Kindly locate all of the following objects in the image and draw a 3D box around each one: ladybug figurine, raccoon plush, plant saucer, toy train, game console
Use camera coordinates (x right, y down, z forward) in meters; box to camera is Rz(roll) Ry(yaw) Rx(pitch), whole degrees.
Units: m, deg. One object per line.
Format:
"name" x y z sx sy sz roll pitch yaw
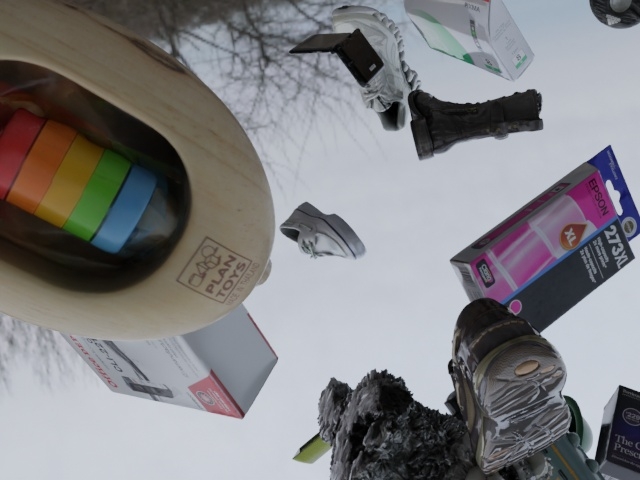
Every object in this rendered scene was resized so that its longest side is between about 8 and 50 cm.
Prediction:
"ladybug figurine" -0.247 -0.070 0.801 0.305 0.449 0.162 -54 -160 8
"raccoon plush" 0.182 0.328 1.314 0.299 0.216 0.446 20 -168 -10
"plant saucer" 0.020 0.514 2.069 0.188 0.045 0.188 -39 172 -2
"toy train" 0.359 0.377 1.364 0.190 0.334 0.142 -40 168 23
"game console" 0.027 -0.268 1.174 0.071 0.107 0.122 -32 -168 30

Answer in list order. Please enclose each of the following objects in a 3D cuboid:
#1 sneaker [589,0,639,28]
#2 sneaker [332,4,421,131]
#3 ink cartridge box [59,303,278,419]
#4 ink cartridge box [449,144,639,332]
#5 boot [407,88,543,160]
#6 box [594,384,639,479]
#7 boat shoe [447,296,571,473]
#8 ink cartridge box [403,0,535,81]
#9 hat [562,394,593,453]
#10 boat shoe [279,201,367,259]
"sneaker" 0.665 -0.646 1.524 0.169 0.447 0.257 29 -144 18
"sneaker" 0.106 -0.317 1.476 0.110 0.292 0.118 -2 -120 31
"ink cartridge box" -0.228 0.133 1.123 0.273 0.197 0.114 3 -134 36
"ink cartridge box" 0.394 0.009 1.292 0.371 0.175 0.069 -34 -163 -19
"boot" 0.276 -0.221 1.404 0.229 0.091 0.263 -13 -152 11
"box" 0.680 0.420 1.538 0.261 0.103 0.184 19 -133 12
"boat shoe" 0.235 0.184 1.010 0.132 0.355 0.130 -20 -126 -5
"ink cartridge box" 0.171 -0.320 1.067 0.056 0.225 0.181 -52 -135 1
"hat" 0.600 0.447 1.766 0.184 0.173 0.208 13 161 -12
"boat shoe" 0.000 0.000 1.318 0.076 0.083 0.226 -39 -157 -10
